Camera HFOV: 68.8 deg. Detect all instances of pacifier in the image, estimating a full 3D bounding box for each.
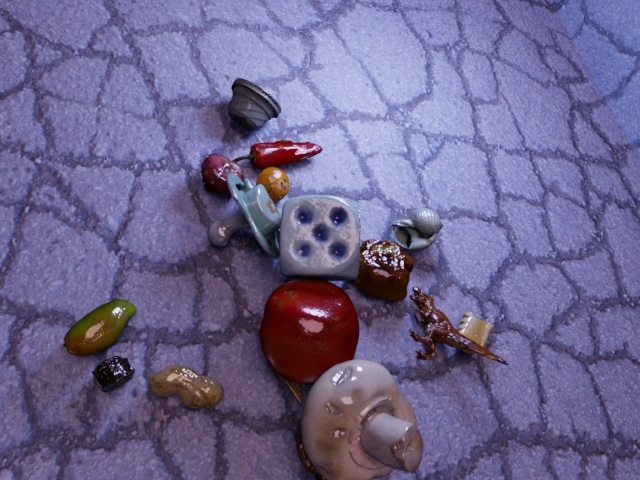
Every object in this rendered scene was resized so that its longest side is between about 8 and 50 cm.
[{"bbox_3d":[-0.279,-0.069,1.685,0.269,0.288,0.343,-26,93,8],"label":"pacifier"}]

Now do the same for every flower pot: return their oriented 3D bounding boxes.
[{"bbox_3d":[-0.290,-0.542,1.919,0.235,0.235,0.140,32,82,2],"label":"flower pot"}]

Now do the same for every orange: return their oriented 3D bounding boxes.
[{"bbox_3d":[-0.189,-0.217,1.814,0.118,0.135,0.135,2,57,25],"label":"orange"}]

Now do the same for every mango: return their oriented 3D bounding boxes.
[{"bbox_3d":[-0.669,0.267,1.440,0.233,0.111,0.125,-36,91,-41],"label":"mango"}]

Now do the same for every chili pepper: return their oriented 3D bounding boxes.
[{"bbox_3d":[-0.171,-0.350,1.897,0.388,0.110,0.110,-12,67,-24],"label":"chili pepper"}]

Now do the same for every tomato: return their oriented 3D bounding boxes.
[{"bbox_3d":[-0.033,0.287,1.490,0.290,0.293,0.325,10,18,30],"label":"tomato"}]

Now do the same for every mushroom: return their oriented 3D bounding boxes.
[{"bbox_3d":[0.136,0.512,1.326,0.353,0.353,0.325,55,24,15],"label":"mushroom"}]

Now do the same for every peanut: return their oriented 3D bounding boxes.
[{"bbox_3d":[-0.408,0.446,1.429,0.230,0.098,0.103,21,33,-1],"label":"peanut"}]

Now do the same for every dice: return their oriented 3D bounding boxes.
[{"bbox_3d":[0.000,0.000,1.591,0.263,0.268,0.264,2,82,2],"label":"dice"}]

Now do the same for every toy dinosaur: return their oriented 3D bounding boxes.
[{"bbox_3d":[0.436,0.351,1.693,0.208,0.097,0.432,-31,57,-16],"label":"toy dinosaur"}]

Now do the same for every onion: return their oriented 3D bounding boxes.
[{"bbox_3d":[-0.384,-0.240,1.773,0.184,0.147,0.184,45,25,-27],"label":"onion"}]

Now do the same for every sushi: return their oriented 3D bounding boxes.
[{"bbox_3d":[-0.621,0.400,1.402,0.094,0.098,0.084,-36,73,-9],"label":"sushi"}]

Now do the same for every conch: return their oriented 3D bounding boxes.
[{"bbox_3d":[0.394,-0.044,1.888,0.200,0.131,0.172,-3,85,26],"label":"conch"}]

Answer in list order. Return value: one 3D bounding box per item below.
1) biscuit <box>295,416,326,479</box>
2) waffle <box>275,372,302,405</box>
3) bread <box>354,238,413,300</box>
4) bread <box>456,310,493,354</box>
[{"bbox_3d":[0.059,0.617,1.482,0.296,0.075,0.295,7,64,-14],"label":"biscuit"},{"bbox_3d":[-0.074,0.462,1.555,0.097,0.023,0.152,-32,74,-26],"label":"waffle"},{"bbox_3d":[0.229,0.099,1.764,0.247,0.135,0.232,18,48,-2],"label":"bread"},{"bbox_3d":[0.571,0.347,1.761,0.119,0.084,0.177,36,60,6],"label":"bread"}]
